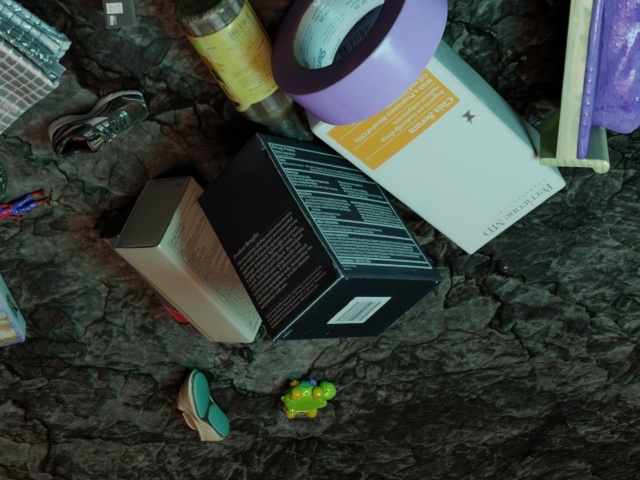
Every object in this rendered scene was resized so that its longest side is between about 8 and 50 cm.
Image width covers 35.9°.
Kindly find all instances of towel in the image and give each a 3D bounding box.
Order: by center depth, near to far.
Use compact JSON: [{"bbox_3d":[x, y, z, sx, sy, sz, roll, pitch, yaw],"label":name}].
[{"bbox_3d":[-0.549,-0.267,1.468,0.235,0.121,0.284,-38,131,22],"label":"towel"}]

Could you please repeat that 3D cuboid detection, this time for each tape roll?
[{"bbox_3d":[0.054,-0.311,1.478,0.275,0.275,0.090,-40,131,22],"label":"tape roll"}]

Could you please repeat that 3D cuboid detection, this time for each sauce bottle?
[{"bbox_3d":[-0.109,-0.266,1.591,0.111,0.111,0.344,-25,135,9],"label":"sauce bottle"}]

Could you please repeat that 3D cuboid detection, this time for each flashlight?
[{"bbox_3d":[-0.294,0.059,1.863,0.103,0.103,0.304,-42,133,-9],"label":"flashlight"}]

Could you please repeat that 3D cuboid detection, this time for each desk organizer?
[{"bbox_3d":[-0.305,-0.386,1.468,0.047,0.050,0.130,-7,134,-9],"label":"desk organizer"}]

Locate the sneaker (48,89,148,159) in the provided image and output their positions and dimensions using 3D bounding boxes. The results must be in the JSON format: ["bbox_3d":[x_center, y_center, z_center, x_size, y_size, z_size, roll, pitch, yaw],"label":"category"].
[{"bbox_3d":[-0.362,-0.180,1.630,0.178,0.077,0.072,-25,135,8],"label":"sneaker"}]

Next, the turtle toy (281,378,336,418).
[{"bbox_3d":[-0.027,0.349,2.231,0.130,0.066,0.095,0,134,-16],"label":"turtle toy"}]

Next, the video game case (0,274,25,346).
[{"bbox_3d":[-0.719,0.120,1.832,0.269,0.061,0.244,-13,133,-3],"label":"video game case"}]

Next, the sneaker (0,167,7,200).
[{"bbox_3d":[-0.580,-0.113,1.661,0.073,0.063,0.162,10,140,11],"label":"sneaker"}]

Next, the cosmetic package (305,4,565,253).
[{"bbox_3d":[0.197,-0.187,1.716,0.230,0.161,0.453,-39,131,22],"label":"cosmetic package"}]

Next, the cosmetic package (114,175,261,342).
[{"bbox_3d":[-0.217,0.041,1.801,0.113,0.160,0.309,-3,141,35],"label":"cosmetic package"}]

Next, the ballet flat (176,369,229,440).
[{"bbox_3d":[-0.274,0.370,2.182,0.086,0.086,0.248,-17,136,1],"label":"ballet flat"}]

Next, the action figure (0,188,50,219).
[{"bbox_3d":[-0.536,-0.057,1.738,0.115,0.030,0.038,-18,140,5],"label":"action figure"}]

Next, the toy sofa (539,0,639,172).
[{"bbox_3d":[0.457,-0.301,1.617,0.177,0.150,0.362,3,126,10],"label":"toy sofa"}]

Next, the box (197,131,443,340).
[{"bbox_3d":[0.000,0.000,1.653,0.183,0.294,0.296,-44,152,27],"label":"box"}]
